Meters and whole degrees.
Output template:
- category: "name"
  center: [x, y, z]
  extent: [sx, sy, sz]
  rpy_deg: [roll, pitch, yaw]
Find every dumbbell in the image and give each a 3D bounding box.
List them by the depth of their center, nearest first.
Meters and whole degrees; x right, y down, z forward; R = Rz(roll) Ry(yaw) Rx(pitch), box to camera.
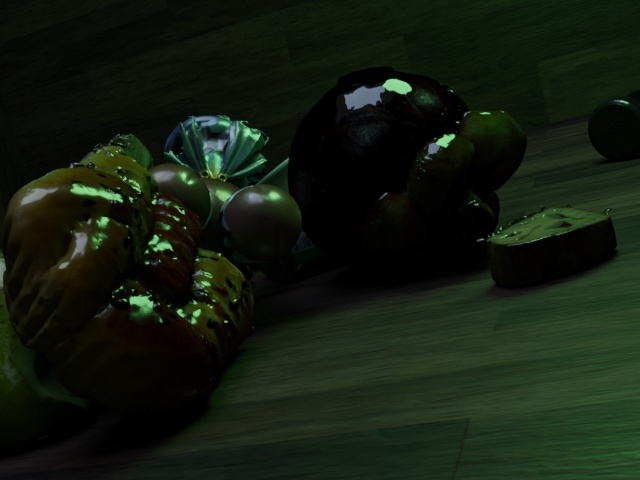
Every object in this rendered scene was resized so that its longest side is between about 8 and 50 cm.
- category: "dumbbell"
  center: [0.784, -0.295, 2.050]
  extent: [0.218, 0.152, 0.152]
  rpy_deg: [-23, 12, -40]

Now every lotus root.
- category: "lotus root"
  center: [0.358, -0.002, 1.255]
  extent: [0.261, 0.074, 0.170]
  rpy_deg: [-21, 12, -41]

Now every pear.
- category: "pear"
  center: [-0.393, 0.134, 1.152]
  extent: [0.159, 0.292, 0.292]
  rpy_deg: [-21, 6, 27]

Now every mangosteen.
- category: "mangosteen"
  center: [0.141, -0.137, 1.490]
  extent: [0.381, 0.381, 0.421]
  rpy_deg: [-22, 11, -36]

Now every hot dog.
- category: "hot dog"
  center: [-0.254, 0.051, 1.084]
  extent: [0.196, 0.367, 0.365]
  rpy_deg: [-36, 6, 17]

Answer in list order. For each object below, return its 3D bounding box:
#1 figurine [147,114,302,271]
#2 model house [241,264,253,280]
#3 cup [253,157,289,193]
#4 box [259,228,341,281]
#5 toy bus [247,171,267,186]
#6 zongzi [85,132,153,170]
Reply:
- category: "figurine"
  center: [-0.185, -0.078, 1.461]
  extent: [0.277, 0.248, 0.388]
  rpy_deg: [10, 36, -10]
- category: "model house"
  center: [-0.306, -0.010, 1.745]
  extent: [0.282, 0.317, 0.297]
  rpy_deg: [-18, 21, 29]
- category: "cup"
  center: [-0.058, -0.083, 1.946]
  extent: [0.347, 0.163, 0.347]
  rpy_deg: [-40, -1, -1]
- category: "box"
  center: [0.000, 0.000, 1.733]
  extent: [0.250, 0.103, 0.180]
  rpy_deg: [-17, 9, -22]
- category: "toy bus"
  center: [-0.307, -0.090, 2.099]
  extent: [0.323, 0.194, 0.162]
  rpy_deg: [-48, -6, 19]
- category: "zongzi"
  center: [-0.352, -0.095, 1.495]
  extent: [0.300, 0.145, 0.274]
  rpy_deg: [-8, 43, 44]
